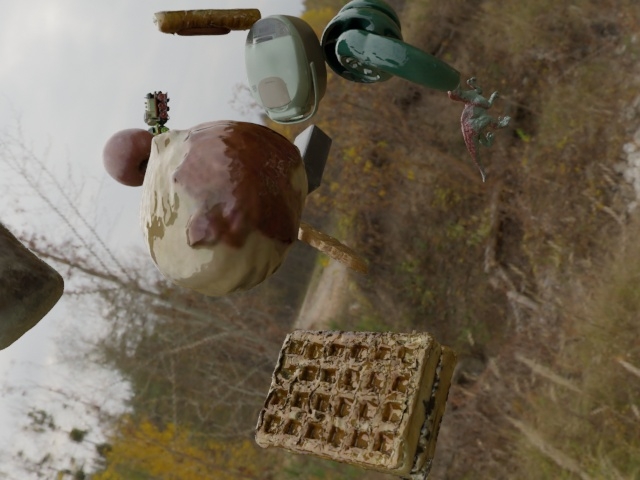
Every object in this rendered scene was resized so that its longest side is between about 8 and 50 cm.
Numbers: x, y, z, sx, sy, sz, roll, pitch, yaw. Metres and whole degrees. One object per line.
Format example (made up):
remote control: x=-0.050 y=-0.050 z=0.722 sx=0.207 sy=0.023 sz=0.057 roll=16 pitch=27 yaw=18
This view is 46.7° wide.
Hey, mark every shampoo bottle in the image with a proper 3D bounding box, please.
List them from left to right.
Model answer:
shampoo bottle: x=-0.036 y=-0.198 z=1.929 sx=0.080 sy=0.079 sz=0.246 roll=-35 pitch=26 yaw=35

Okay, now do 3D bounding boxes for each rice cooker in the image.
rice cooker: x=-0.064 y=-0.331 z=1.428 sx=0.127 sy=0.145 sz=0.206 roll=-37 pitch=-63 yaw=-48

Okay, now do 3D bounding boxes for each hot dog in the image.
hot dog: x=-0.215 y=-0.415 z=1.421 sx=0.066 sy=0.216 sz=0.047 roll=-2 pitch=98 yaw=60

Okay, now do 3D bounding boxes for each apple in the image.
apple: x=-0.463 y=-0.205 z=1.849 sx=0.120 sy=0.153 sz=0.153 roll=41 pitch=121 yaw=41

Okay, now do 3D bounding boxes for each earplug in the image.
earplug: x=0.125 y=-0.386 z=1.444 sx=0.164 sy=0.258 sz=0.280 roll=57 pitch=-153 yaw=-44

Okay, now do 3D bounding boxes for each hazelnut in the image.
hazelnut: x=-0.147 y=-0.054 z=1.042 sx=0.261 sy=0.241 sz=0.261 roll=-42 pitch=20 yaw=19

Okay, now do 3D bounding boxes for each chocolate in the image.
chocolate: x=-0.538 y=0.021 z=1.105 sx=0.100 sy=0.303 sz=0.185 roll=-39 pitch=10 yaw=49

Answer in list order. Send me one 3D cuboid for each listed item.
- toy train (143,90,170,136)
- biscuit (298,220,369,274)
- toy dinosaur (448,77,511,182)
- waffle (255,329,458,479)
toy train: x=-0.499 y=-0.344 z=2.273 sx=0.053 sy=0.085 sz=0.249 roll=134 pitch=132 yaw=-69
biscuit: x=0.000 y=0.000 z=1.377 sx=0.162 sy=0.250 sz=0.035 roll=30 pitch=-90 yaw=-50
toy dinosaur: x=0.355 y=-0.254 z=1.708 sx=0.053 sy=0.167 sz=0.242 roll=-145 pitch=57 yaw=-60
waffle: x=0.047 y=0.249 z=1.169 sx=0.308 sy=0.091 sz=0.212 roll=-4 pitch=58 yaw=43
